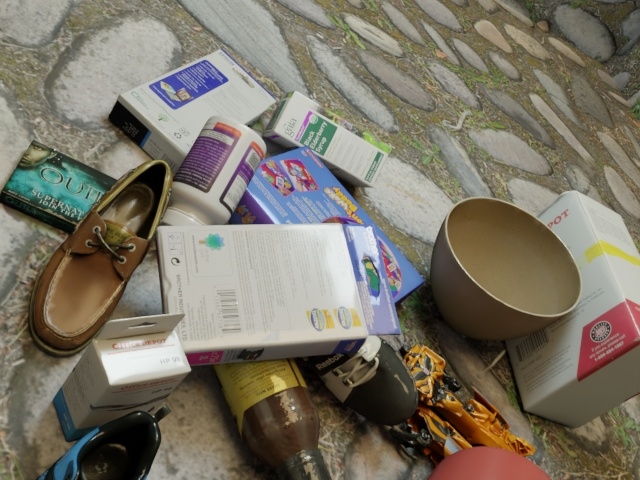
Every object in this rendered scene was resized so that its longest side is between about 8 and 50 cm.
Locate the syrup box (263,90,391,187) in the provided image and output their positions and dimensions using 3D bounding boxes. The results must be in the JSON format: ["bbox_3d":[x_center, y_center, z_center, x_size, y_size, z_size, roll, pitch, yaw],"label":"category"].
[{"bbox_3d":[0.012,-0.200,1.436,0.237,0.093,0.096,28,-5,-20],"label":"syrup box"}]

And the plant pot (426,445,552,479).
[{"bbox_3d":[0.212,0.415,0.918,0.275,0.275,0.243,44,28,2],"label":"plant pot"}]

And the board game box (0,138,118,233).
[{"bbox_3d":[-0.360,-0.064,1.051,0.186,0.026,0.126,27,40,-20],"label":"board game box"}]

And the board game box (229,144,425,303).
[{"bbox_3d":[0.000,0.000,1.269,0.347,0.078,0.233,50,38,10],"label":"board game box"}]

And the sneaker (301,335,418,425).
[{"bbox_3d":[0.009,0.149,1.059,0.330,0.122,0.146,47,9,12],"label":"sneaker"}]

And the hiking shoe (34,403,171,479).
[{"bbox_3d":[-0.270,0.280,0.703,0.113,0.132,0.304,39,37,-5],"label":"hiking shoe"}]

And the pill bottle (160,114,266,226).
[{"bbox_3d":[-0.174,-0.090,1.120,0.108,0.108,0.193,31,73,-14],"label":"pill bottle"}]

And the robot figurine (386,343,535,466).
[{"bbox_3d":[0.212,0.291,1.166,0.291,0.085,0.211,44,36,2],"label":"robot figurine"}]

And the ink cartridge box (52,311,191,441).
[{"bbox_3d":[-0.225,0.159,0.823,0.104,0.180,0.060,-2,55,-43],"label":"ink cartridge box"}]

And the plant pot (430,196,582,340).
[{"bbox_3d":[0.323,0.083,1.368,0.284,0.191,0.284,15,44,-15],"label":"plant pot"}]

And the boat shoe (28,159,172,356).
[{"bbox_3d":[-0.290,0.006,0.951,0.110,0.104,0.307,30,50,-17],"label":"boat shoe"}]

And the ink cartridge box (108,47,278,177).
[{"bbox_3d":[-0.224,-0.246,1.324,0.165,0.065,0.333,43,38,1],"label":"ink cartridge box"}]

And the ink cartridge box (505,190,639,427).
[{"bbox_3d":[0.515,0.133,1.434,0.160,0.279,0.385,22,41,-26],"label":"ink cartridge box"}]

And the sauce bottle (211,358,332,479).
[{"bbox_3d":[-0.072,0.213,0.966,0.111,0.111,0.344,-1,54,-43],"label":"sauce bottle"}]

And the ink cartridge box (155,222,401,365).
[{"bbox_3d":[-0.059,0.067,0.965,0.311,0.065,0.186,-3,59,-17],"label":"ink cartridge box"}]
